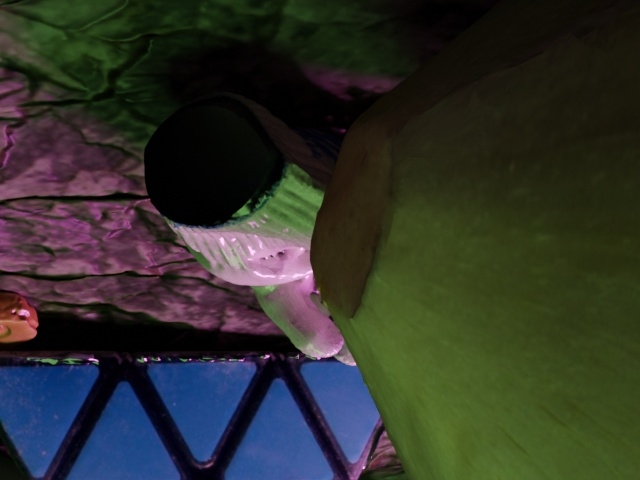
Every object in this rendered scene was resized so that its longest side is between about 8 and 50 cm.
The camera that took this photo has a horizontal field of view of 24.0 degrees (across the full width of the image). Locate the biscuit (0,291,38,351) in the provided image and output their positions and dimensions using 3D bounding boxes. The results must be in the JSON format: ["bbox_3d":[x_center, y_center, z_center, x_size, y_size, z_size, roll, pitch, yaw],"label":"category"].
[{"bbox_3d":[-0.263,0.048,0.904,0.133,0.027,0.184,-24,149,37],"label":"biscuit"}]

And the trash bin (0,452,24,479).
[{"bbox_3d":[-0.299,0.239,1.091,0.219,0.219,0.250,-15,144,17],"label":"trash bin"}]

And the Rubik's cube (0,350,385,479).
[{"bbox_3d":[-0.101,0.166,1.030,0.228,0.228,0.233,24,120,16],"label":"Rubik's cube"}]

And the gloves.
[{"bbox_3d":[-0.001,-0.006,0.758,0.119,0.097,0.229,-11,149,24],"label":"gloves"}]

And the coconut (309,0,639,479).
[{"bbox_3d":[0.167,0.024,0.610,0.352,0.353,0.352,-4,154,-2],"label":"coconut"}]
